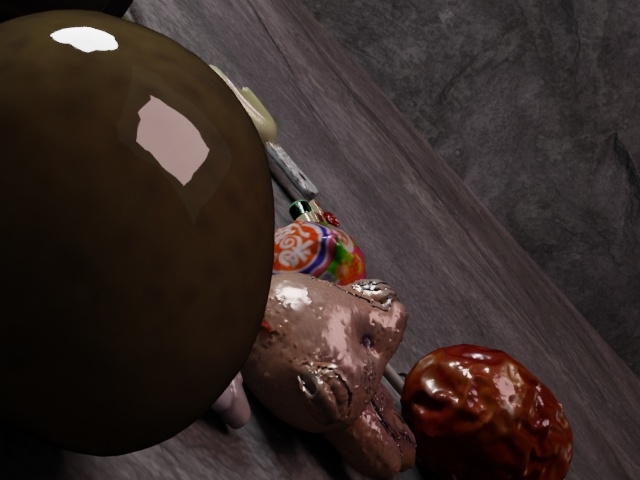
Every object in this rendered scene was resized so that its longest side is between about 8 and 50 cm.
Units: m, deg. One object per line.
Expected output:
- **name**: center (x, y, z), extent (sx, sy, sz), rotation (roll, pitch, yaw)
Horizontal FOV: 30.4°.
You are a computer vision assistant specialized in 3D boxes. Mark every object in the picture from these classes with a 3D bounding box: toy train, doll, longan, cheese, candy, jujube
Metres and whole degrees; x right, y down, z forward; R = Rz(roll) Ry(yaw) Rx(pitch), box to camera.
- **toy train**: center (0.000, 0.000, 1.570), extent (0.087, 0.050, 0.138), rotation (30, 24, -48)
- **doll**: center (0.039, 0.125, 1.156), extent (0.201, 0.156, 0.303), rotation (53, 8, 37)
- **longan**: center (-0.141, -0.007, 0.709), extent (0.258, 0.258, 0.258), rotation (47, 14, -15)
- **cheese**: center (-0.085, -0.151, 1.686), extent (0.235, 0.050, 0.127), rotation (49, 11, 4)
- **candy**: center (0.049, 0.112, 1.369), extent (0.365, 0.124, 0.124), rotation (51, 10, -39)
- **jujube**: center (0.194, 0.215, 1.370), extent (0.250, 0.174, 0.174), rotation (37, 19, -43)

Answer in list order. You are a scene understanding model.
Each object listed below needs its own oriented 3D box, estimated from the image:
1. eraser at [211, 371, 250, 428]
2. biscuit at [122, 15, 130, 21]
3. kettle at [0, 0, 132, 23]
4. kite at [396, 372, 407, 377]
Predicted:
- **eraser**: center (-0.148, 0.024, 0.989), extent (0.204, 0.059, 0.243), rotation (37, 23, -45)
- **biscuit**: center (-0.179, -0.194, 1.529), extent (0.322, 0.038, 0.099), rotation (42, 13, -34)
- **kettle**: center (-0.316, -0.296, 1.014), extent (0.271, 0.207, 0.250), rotation (2, 57, -63)
- **kite**: center (0.152, 0.188, 1.502), extent (0.157, 0.011, 0.139), rotation (20, -25, 3)
